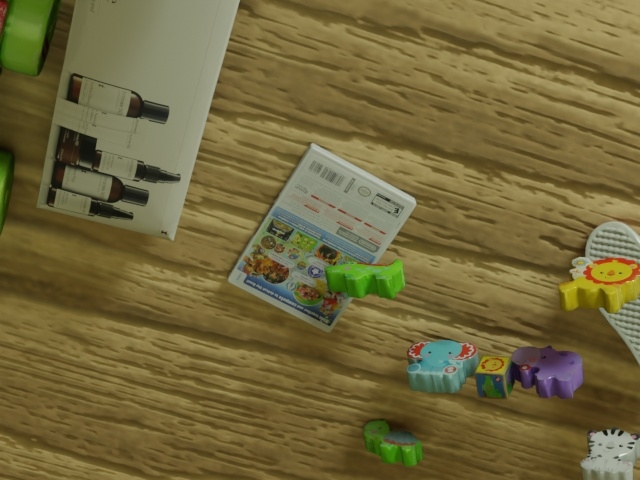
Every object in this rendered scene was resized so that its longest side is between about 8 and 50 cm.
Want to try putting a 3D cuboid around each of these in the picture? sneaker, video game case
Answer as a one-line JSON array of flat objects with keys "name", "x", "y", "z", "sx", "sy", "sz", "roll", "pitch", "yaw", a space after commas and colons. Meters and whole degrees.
[{"name": "sneaker", "x": 0.236, "y": 0.048, "z": 1.009, "sx": 0.051, "sy": 0.070, "sz": 0.134, "roll": -29, "pitch": 84, "yaw": 21}, {"name": "video game case", "x": 0.000, "y": 0.000, "z": 0.997, "sx": 0.087, "sy": 0.011, "sz": 0.122, "roll": 28, "pitch": 112, "yaw": -14}]

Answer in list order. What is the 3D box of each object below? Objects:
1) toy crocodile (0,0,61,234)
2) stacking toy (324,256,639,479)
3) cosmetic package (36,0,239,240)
[{"name": "toy crocodile", "x": -0.249, "y": -0.083, "z": 0.900, "sx": 0.115, "sy": 0.105, "sz": 0.340, "roll": 16, "pitch": 115, "yaw": -9}, {"name": "stacking toy", "x": 0.122, "y": 0.089, "z": 0.997, "sx": 0.221, "sy": 0.052, "sz": 0.167, "roll": 2, "pitch": 121, "yaw": 22}, {"name": "cosmetic package", "x": -0.111, "y": -0.113, "z": 0.883, "sx": 0.099, "sy": 0.060, "sz": 0.239, "roll": 12, "pitch": 129, "yaw": -9}]
